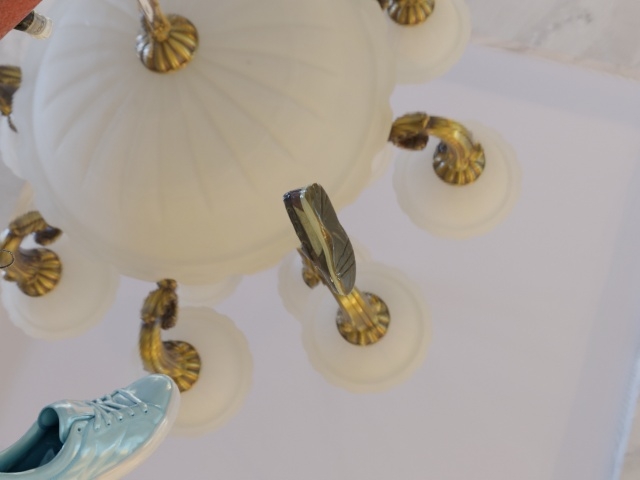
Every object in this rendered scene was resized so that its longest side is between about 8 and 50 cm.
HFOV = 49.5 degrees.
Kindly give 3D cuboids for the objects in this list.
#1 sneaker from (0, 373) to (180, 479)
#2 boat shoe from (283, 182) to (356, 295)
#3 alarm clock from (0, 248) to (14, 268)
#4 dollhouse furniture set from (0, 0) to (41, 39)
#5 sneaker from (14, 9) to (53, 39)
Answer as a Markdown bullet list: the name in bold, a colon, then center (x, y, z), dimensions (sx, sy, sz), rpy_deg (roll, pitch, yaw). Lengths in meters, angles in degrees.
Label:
- **sneaker**: center (-0.367, 0.304, 1.106), dimensions (0.135, 0.150, 0.366), rpy_deg (17, -144, 27)
- **boat shoe**: center (-0.001, 0.000, 1.215), dimensions (0.073, 0.224, 0.080), rpy_deg (-3, -145, 31)
- **alarm clock**: center (-0.533, -0.009, 1.026), dimensions (0.129, 0.192, 0.064), rpy_deg (-38, -132, 3)
- **dollhouse furniture set**: center (-0.193, -0.060, 0.172), dimensions (0.152, 0.201, 0.374), rpy_deg (-36, -136, 13)
- **sneaker**: center (-0.622, -0.456, 1.391), dimensions (0.170, 0.075, 0.063), rpy_deg (22, -93, 17)
